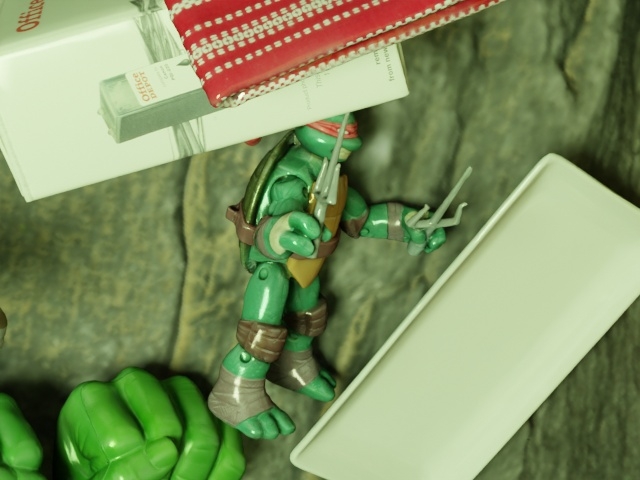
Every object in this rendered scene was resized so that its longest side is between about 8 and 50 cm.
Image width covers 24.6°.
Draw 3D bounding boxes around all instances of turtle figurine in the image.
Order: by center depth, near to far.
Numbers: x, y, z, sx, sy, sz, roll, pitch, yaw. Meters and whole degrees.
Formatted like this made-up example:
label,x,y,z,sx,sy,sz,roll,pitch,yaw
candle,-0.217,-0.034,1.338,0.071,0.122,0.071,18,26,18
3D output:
label,x,y,z,sx,sy,sz,roll,pitch,yaw
turtle figurine,0.000,0.000,0.910,0.175,0.118,0.234,-10,125,-48

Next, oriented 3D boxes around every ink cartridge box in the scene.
label,x,y,z,sx,sy,sz,roll,pitch,yaw
ink cartridge box,-0.073,-0.115,0.821,0.218,0.158,0.092,-14,115,0

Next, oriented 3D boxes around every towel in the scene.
label,x,y,z,sx,sy,sz,roll,pitch,yaw
towel,-0.011,-0.215,0.750,0.199,0.274,0.031,-22,157,-1

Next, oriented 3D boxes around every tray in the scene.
label,x,y,z,sx,sy,sz,roll,pitch,yaw
tray,0.106,0.066,0.979,0.145,0.030,0.270,28,109,-36

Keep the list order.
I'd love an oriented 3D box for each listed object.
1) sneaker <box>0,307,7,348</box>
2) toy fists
label,x,y,z,sx,sy,sz,roll,pitch,yaw
sneaker,-0.310,0.081,0.769,0.282,0.099,0.153,8,94,0
toy fists,-0.173,0.160,0.924,0.279,0.096,0.142,-3,118,-33
